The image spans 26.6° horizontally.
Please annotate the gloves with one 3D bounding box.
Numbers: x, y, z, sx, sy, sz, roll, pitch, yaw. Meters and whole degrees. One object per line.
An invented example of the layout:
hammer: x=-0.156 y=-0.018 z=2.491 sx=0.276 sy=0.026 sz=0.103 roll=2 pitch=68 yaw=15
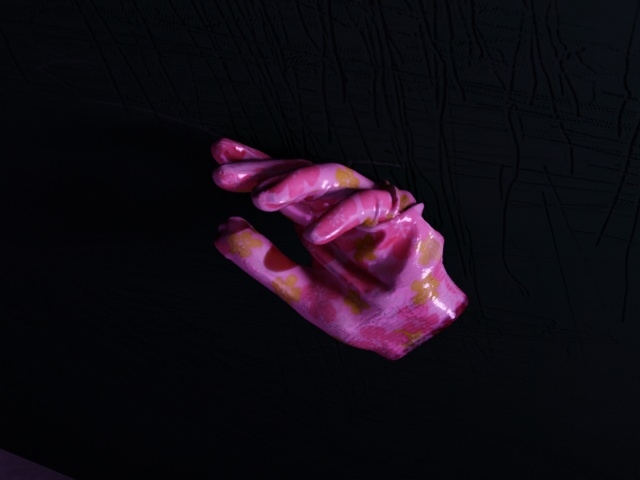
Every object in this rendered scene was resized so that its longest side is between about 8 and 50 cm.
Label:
gloves: x=0.008 y=-0.007 z=1.151 sx=0.241 sy=0.126 sz=0.145 roll=50 pitch=153 yaw=-5
